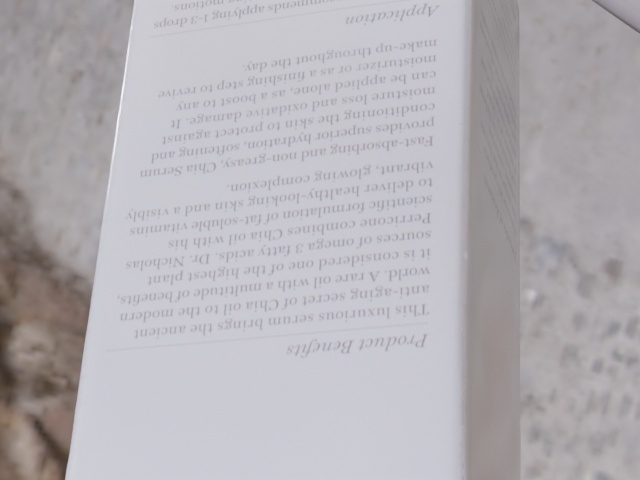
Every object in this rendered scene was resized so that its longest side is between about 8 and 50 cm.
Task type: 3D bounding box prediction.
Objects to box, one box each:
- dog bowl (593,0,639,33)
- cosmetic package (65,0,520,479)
[{"bbox_3d":[0.164,-0.169,0.381,0.349,0.348,0.102,-42,18,45],"label":"dog bowl"},{"bbox_3d":[0.000,0.000,1.051,0.230,0.161,0.453,-5,58,17],"label":"cosmetic package"}]
